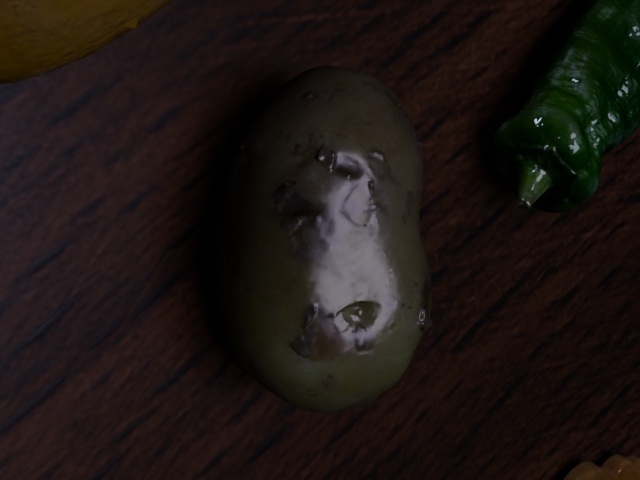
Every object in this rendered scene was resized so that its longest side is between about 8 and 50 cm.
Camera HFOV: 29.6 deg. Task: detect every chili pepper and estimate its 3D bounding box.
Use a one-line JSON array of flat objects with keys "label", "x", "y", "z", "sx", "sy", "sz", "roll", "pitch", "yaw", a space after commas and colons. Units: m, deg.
[{"label": "chili pepper", "x": 0.245, "y": -0.124, "z": 1.130, "sx": 0.270, "sy": 0.099, "sz": 0.136, "roll": -49, "pitch": 133, "yaw": -29}]

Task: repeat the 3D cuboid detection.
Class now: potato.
[{"label": "potato", "x": 0.000, "y": 0.000, "z": 0.911, "sx": 0.165, "sy": 0.165, "sz": 0.262, "roll": -5, "pitch": 93, "yaw": -40}]

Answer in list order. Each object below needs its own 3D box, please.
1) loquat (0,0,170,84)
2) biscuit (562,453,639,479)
[{"label": "loquat", "x": -0.180, "y": -0.215, "z": 0.653, "sx": 0.275, "sy": 0.275, "sz": 0.275, "roll": -7, "pitch": 100, "yaw": -39}, {"label": "biscuit", "x": 0.267, "y": 0.307, "z": 1.251, "sx": 0.236, "sy": 0.040, "sz": 0.144, "roll": -34, "pitch": 123, "yaw": -34}]
